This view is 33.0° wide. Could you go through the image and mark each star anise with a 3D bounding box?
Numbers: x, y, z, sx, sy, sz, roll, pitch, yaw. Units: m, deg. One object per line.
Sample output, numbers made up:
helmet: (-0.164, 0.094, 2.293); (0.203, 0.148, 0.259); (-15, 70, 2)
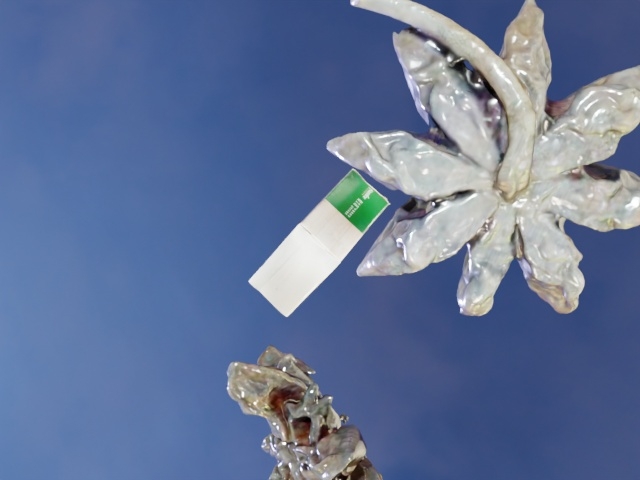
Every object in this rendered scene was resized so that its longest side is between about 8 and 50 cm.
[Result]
star anise: (0.106, -0.054, 0.677); (0.230, 0.081, 0.262); (-33, -75, 13)
star anise: (-0.011, 0.228, 1.200); (0.283, 0.129, 0.212); (46, -26, 34)

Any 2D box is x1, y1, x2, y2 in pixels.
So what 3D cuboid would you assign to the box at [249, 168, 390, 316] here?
box: (0.000, 0.000, 1.516); (0.081, 0.199, 0.135); (44, -53, 1)
